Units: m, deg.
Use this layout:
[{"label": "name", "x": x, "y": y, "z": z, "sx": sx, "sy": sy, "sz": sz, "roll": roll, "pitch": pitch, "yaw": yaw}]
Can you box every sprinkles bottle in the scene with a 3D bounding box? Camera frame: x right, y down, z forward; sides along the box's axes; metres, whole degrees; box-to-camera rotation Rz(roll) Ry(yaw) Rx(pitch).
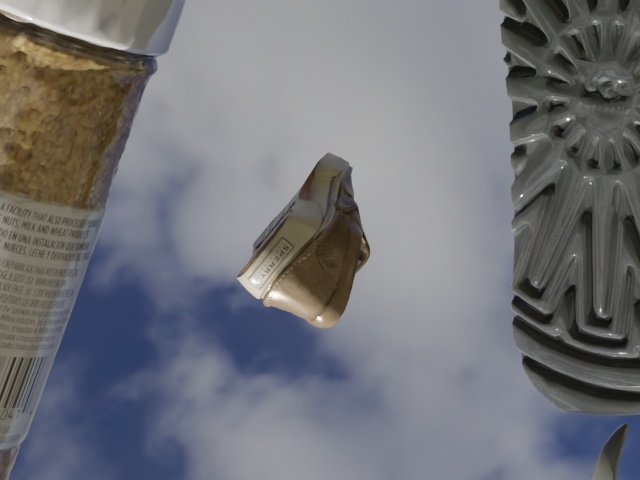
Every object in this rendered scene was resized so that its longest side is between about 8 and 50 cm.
[{"label": "sprinkles bottle", "x": -0.180, "y": 0.003, "z": 0.874, "sx": 0.121, "sy": 0.121, "sz": 0.355, "roll": 13, "pitch": -76, "yaw": -38}]

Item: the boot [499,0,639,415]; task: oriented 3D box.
[{"label": "boot", "x": 0.280, "y": -0.118, "z": 1.009, "sx": 0.445, "sy": 0.146, "sz": 0.367, "roll": -16, "pitch": -61, "yaw": -49}]

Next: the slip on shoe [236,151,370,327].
[{"label": "slip on shoe", "x": 0.000, "y": 0.000, "z": 0.702, "sx": 0.041, "sy": 0.051, "sz": 0.135, "roll": 38, "pitch": -166, "yaw": -4}]

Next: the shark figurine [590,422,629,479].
[{"label": "shark figurine", "x": 0.295, "y": 0.229, "z": 1.136, "sx": 0.166, "sy": 0.278, "sz": 0.116, "roll": -62, "pitch": -33, "yaw": -48}]
